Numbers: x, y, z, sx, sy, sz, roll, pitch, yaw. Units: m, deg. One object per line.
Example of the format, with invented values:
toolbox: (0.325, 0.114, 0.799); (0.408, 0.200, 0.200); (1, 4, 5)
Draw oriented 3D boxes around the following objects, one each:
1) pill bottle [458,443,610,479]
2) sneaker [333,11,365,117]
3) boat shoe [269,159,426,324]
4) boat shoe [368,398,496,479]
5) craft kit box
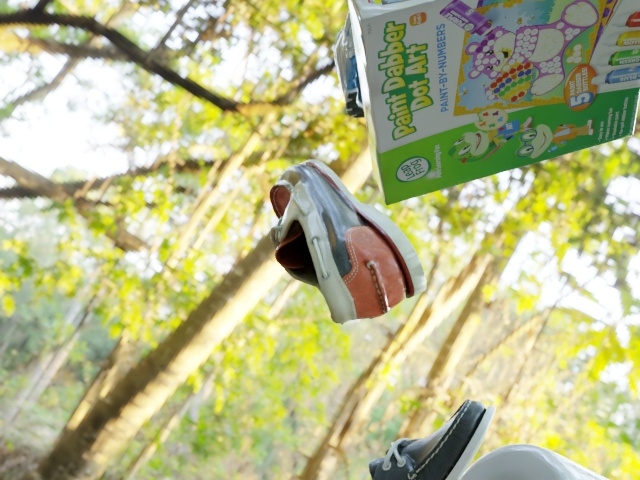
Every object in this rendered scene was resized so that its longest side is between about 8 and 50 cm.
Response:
pill bottle: (0.151, 0.178, 0.610); (0.169, 0.094, 0.094); (29, -13, -33)
sneaker: (0.044, -0.232, 1.303); (0.191, 0.071, 0.083); (103, -32, -51)
boat shoe: (0.000, 0.000, 0.510); (0.137, 0.043, 0.049); (42, -23, 61)
boat shoe: (0.091, 0.289, 1.312); (0.091, 0.302, 0.114); (37, 19, 10)
craft kit box: (0.156, -0.151, 0.965); (0.246, 0.061, 0.250); (-14, -34, 0)
